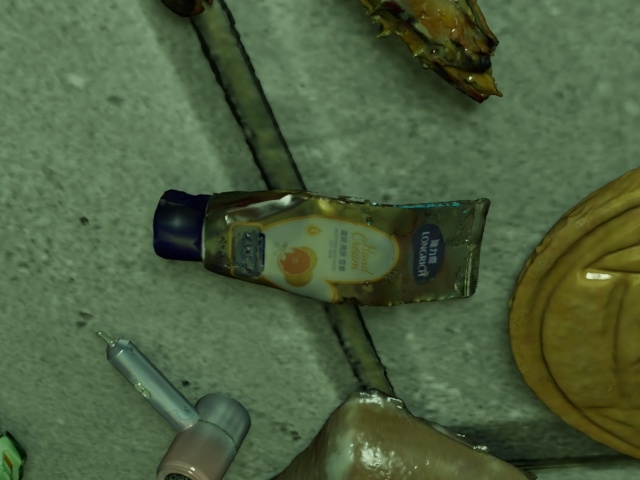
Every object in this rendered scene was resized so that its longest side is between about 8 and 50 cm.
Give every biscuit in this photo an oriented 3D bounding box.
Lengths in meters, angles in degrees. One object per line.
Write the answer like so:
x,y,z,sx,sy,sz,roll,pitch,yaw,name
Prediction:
0.167,0.045,0.638,0.142,0.029,0.220,2,136,11,biscuit

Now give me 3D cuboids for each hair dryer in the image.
-0.094,0.095,0.730,0.037,0.063,0.114,-30,108,37,hair dryer

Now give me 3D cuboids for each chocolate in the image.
0.027,0.211,0.801,0.161,0.083,0.261,23,136,-10,chocolate

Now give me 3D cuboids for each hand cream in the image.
0.000,0.000,0.622,0.163,0.039,0.062,5,120,3,hand cream

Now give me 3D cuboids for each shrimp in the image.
-0.007,-0.106,0.515,0.124,0.034,0.178,-21,126,33,shrimp

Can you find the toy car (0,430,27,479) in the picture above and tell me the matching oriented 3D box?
-0.284,0.133,0.804,0.186,0.058,0.093,19,138,-9,toy car
